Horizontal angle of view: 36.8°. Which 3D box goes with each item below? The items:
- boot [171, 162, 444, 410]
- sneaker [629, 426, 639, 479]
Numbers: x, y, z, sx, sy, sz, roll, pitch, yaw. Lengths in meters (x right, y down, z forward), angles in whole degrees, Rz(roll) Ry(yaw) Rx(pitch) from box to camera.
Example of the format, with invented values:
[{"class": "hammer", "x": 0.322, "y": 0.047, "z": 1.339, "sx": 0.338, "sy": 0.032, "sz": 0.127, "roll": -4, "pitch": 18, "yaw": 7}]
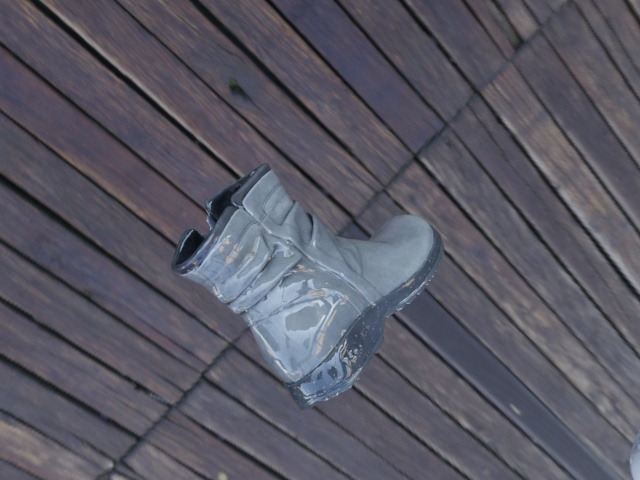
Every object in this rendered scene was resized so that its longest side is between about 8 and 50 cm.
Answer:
[{"class": "boot", "x": 0.000, "y": 0.000, "z": 0.744, "sx": 0.083, "sy": 0.246, "sz": 0.161, "roll": -31, "pitch": 101, "yaw": 37}, {"class": "sneaker", "x": 0.214, "y": 0.022, "z": 0.312, "sx": 0.232, "sy": 0.115, "sz": 0.090, "roll": -49, "pitch": 168, "yaw": 2}]
